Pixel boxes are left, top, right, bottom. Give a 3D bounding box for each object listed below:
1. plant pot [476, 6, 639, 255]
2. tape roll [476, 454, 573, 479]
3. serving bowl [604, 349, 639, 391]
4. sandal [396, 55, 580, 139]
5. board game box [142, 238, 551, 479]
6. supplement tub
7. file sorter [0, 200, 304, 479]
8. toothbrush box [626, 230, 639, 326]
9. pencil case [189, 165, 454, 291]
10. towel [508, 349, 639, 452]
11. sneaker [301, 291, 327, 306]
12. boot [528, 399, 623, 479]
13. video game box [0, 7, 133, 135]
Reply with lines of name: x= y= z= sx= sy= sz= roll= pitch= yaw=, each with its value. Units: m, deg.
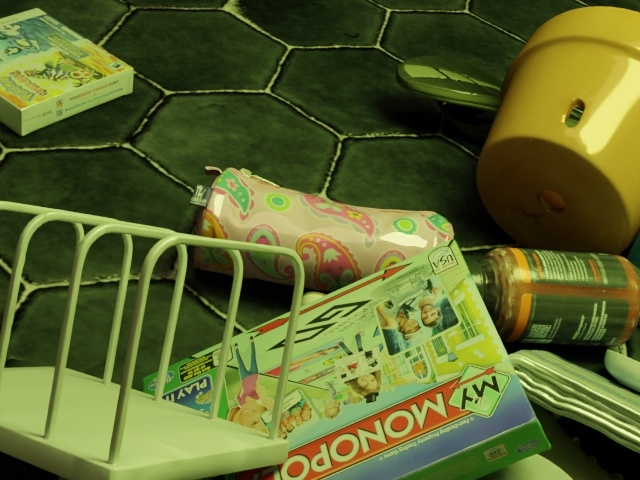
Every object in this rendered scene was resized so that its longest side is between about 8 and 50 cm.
plant pot: x=0.326 y=-0.107 z=1.209 sx=0.291 sy=0.290 sz=0.203 roll=29 pitch=57 yaw=19
tape roll: x=0.113 y=0.263 z=0.755 sx=0.219 sy=0.072 sz=0.219 roll=-13 pitch=43 yaw=12
serving bowl: x=0.338 y=0.146 z=1.053 sx=0.083 sy=0.027 sz=0.083 roll=27 pitch=-1 yaw=0
sandal: x=0.244 y=-0.182 z=1.422 sx=0.303 sy=0.086 sz=0.120 roll=16 pitch=30 yaw=-20
board game box: x=0.005 y=0.143 z=0.835 sx=0.317 sy=0.046 sz=0.213 roll=-25 pitch=41 yaw=7
supplement tub: x=0.241 y=0.061 z=1.090 sx=0.198 sy=0.106 sz=0.106 roll=5 pitch=39 yaw=-12
file sorter: x=-0.179 y=0.067 z=0.784 sx=0.278 sy=0.173 sz=0.193 roll=10 pitch=1 yaw=35
toothbrush box: x=0.493 y=0.059 z=1.077 sx=0.126 sy=0.216 sz=0.295 roll=-21 pitch=50 yaw=-35
pencil case: x=0.000 y=0.000 z=1.085 sx=0.284 sy=0.124 sz=0.124 roll=13 pitch=38 yaw=-1
towel: x=0.278 y=0.158 z=0.919 sx=0.209 sy=0.034 sz=0.285 roll=26 pitch=3 yaw=19
sneaker: x=0.047 y=0.126 z=0.996 sx=0.192 sy=0.064 sz=0.086 roll=23 pitch=47 yaw=13
boot: x=0.248 y=0.218 z=0.911 sx=0.262 sy=0.095 sz=0.203 roll=-6 pitch=40 yaw=-18
video game box: x=-0.388 y=-0.231 z=1.323 sx=0.205 sy=0.048 sz=0.187 roll=33 pitch=45 yaw=24
